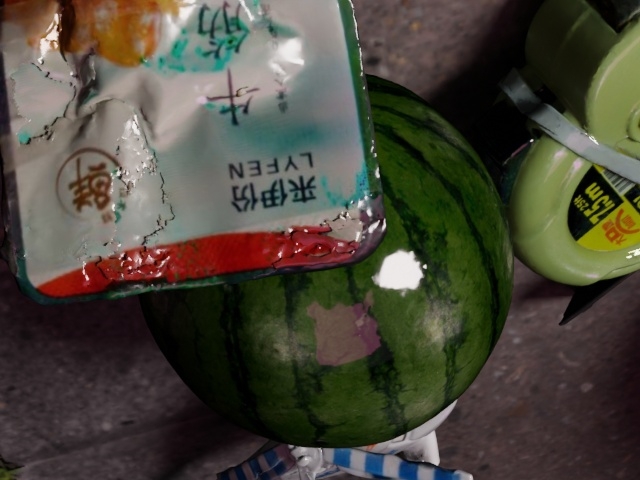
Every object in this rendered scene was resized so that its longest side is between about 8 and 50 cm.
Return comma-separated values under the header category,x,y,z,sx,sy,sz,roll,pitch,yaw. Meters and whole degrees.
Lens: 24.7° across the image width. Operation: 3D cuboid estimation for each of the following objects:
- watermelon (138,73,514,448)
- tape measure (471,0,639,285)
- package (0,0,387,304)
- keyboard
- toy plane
category,x,y,z,sx,sy,sz,roll,pitch,yaw
watermelon,0.000,0.000,0.716,0.188,0.188,0.214,-11,130,-4
tape measure,0.154,-0.050,0.777,0.154,0.087,0.177,-46,133,13
package,-0.065,-0.094,0.614,0.166,0.232,0.040,-6,180,-1
keyboard,0.220,-0.016,0.858,0.198,0.063,0.010,-41,88,25
toy plane,-0.020,0.145,0.905,0.107,0.182,0.273,-14,149,-50
